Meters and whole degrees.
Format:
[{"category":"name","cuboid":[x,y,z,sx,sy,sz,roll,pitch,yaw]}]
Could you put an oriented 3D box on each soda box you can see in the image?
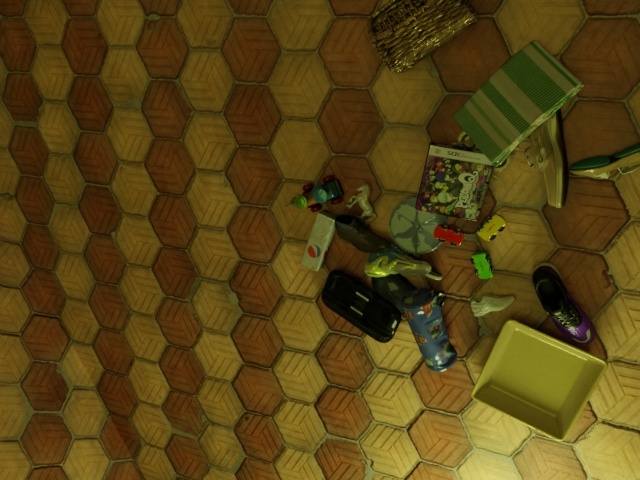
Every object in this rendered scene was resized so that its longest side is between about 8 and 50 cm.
[{"category":"soda box","cuboid":[0.000,0.000,2.033,0.073,0.069,0.216,25,112,15]}]

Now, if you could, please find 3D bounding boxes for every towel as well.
[{"category":"towel","cuboid":[0.579,-0.412,1.646,0.325,0.038,0.248,-46,53,27]}]

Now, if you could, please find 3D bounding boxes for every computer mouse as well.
[{"category":"computer mouse","cuboid":[0.292,0.194,1.960,0.272,0.072,0.189,38,115,10]}]

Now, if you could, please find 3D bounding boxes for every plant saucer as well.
[{"category":"plant saucer","cuboid":[0.722,0.454,1.845,0.332,0.081,0.333,24,111,15]}]

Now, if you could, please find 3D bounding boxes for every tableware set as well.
[{"category":"tableware set","cuboid":[0.520,-0.288,1.756,0.194,0.039,0.128,35,114,11]}]

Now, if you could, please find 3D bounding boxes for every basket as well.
[{"category":"basket","cuboid":[0.285,-0.677,1.655,0.299,0.213,0.223,-29,92,26]}]

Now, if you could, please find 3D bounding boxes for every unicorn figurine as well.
[{"category":"unicorn figurine","cuboid":[0.146,-0.133,1.949,0.111,0.060,0.162,-26,109,26]}]

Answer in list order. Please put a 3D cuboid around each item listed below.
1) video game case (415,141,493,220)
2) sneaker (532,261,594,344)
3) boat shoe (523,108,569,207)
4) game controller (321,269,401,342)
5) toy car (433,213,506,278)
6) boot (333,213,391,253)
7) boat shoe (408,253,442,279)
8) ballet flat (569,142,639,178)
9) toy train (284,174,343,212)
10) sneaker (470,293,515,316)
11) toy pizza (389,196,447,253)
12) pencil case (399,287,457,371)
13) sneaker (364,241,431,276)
[{"category":"video game case","cuboid":[0.431,-0.187,1.772,0.210,0.042,0.232,11,118,4]},{"category":"sneaker","cuboid":[0.756,0.218,1.732,0.102,0.146,0.293,-34,89,26]},{"category":"boat shoe","cuboid":[0.677,-0.264,1.661,0.110,0.121,0.342,-6,90,31]},{"category":"game controller","cuboid":[0.144,0.240,2.014,0.319,0.067,0.167,32,117,20]},{"category":"toy car","cuboid":[0.516,0.021,1.816,0.238,0.053,0.225,-12,113,32]},{"category":"boot","cuboid":[0.138,-0.024,1.918,0.219,0.082,0.106,18,153,33]},{"category":"boat shoe","cuboid":[0.361,0.092,1.919,0.142,0.049,0.040,27,112,17]},{"category":"ballet flat","cuboid":[0.859,-0.220,1.615,0.232,0.080,0.073,-17,112,27]},{"category":"toy train","cuboid":[-0.053,-0.143,1.975,0.247,0.143,0.105,-19,96,25]},{"category":"sneaker","cuboid":[0.578,0.208,1.855,0.152,0.053,0.061,-22,92,26]},{"category":"toy pizza","cuboid":[0.337,-0.053,1.898,0.201,0.032,0.202,5,105,19]},{"category":"pencil case","cuboid":[0.376,0.300,1.891,0.119,0.133,0.306,9,129,53]},{"category":"sneaker","cuboid":[0.265,0.058,1.902,0.240,0.091,0.126,-2,67,25]}]
